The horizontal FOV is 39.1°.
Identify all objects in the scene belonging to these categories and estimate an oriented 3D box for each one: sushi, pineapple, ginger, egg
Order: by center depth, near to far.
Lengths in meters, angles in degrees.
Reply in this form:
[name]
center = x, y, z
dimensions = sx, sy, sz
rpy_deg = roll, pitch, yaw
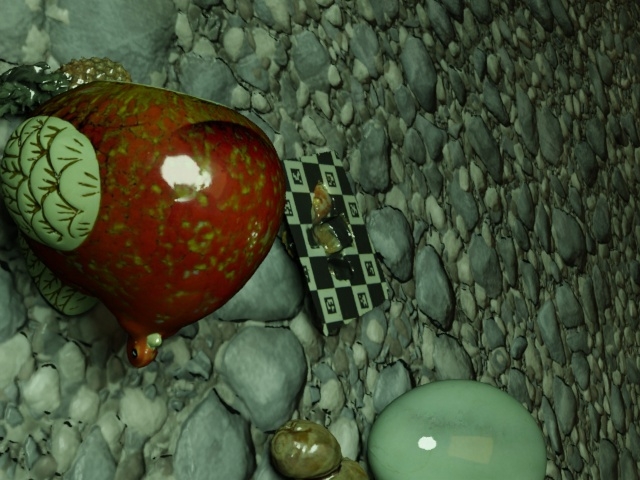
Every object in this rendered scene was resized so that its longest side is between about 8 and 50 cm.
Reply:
[pineapple]
center = -0.247, -0.134, 0.822
dimensions = 0.159, 0.074, 0.074
rpy_deg = -10, 85, -50
[ginger]
center = 0.013, 0.280, 0.989
dimensions = 0.104, 0.080, 0.204
rpy_deg = -41, 112, -45
[egg]
center = 0.167, 0.261, 1.106
dimensions = 0.264, 0.182, 0.183
rpy_deg = 18, 63, -41
[sushi]
center = 0.000, 0.000, 1.111
dimensions = 0.192, 0.040, 0.210
rpy_deg = -20, 90, -60

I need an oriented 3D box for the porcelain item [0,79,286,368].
[porcelain item]
center = -0.150, -0.010, 0.758
dimensions = 0.253, 0.253, 0.253
rpy_deg = 23, 60, -46
